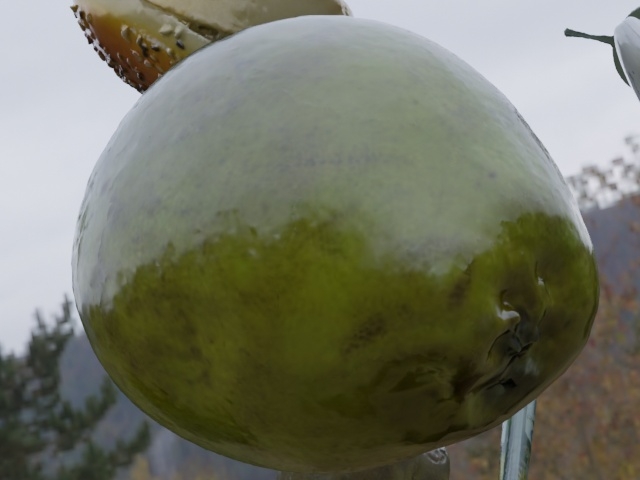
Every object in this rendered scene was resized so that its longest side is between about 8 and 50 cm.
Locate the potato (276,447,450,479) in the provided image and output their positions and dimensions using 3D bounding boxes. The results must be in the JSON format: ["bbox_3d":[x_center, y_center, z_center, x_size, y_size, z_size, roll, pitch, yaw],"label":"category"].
[{"bbox_3d":[0.043,0.254,1.579,0.165,0.165,0.262,-19,-20,31],"label":"potato"}]

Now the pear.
[{"bbox_3d":[0.000,0.000,1.026,0.352,0.352,0.413,-4,10,-41],"label":"pear"}]

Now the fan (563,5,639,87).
[{"bbox_3d":[0.382,-0.240,1.733,0.175,0.113,0.005,9,8,-6],"label":"fan"}]

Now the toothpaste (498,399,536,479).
[{"bbox_3d":[0.184,0.207,1.346,0.031,0.204,0.049,-1,-42,15],"label":"toothpaste"}]

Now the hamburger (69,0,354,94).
[{"bbox_3d":[-0.107,-0.203,1.427,0.300,0.176,0.300,26,-1,0],"label":"hamburger"}]

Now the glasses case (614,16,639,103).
[{"bbox_3d":[0.367,-0.170,1.540,0.049,0.076,0.197,-36,-38,5],"label":"glasses case"}]
